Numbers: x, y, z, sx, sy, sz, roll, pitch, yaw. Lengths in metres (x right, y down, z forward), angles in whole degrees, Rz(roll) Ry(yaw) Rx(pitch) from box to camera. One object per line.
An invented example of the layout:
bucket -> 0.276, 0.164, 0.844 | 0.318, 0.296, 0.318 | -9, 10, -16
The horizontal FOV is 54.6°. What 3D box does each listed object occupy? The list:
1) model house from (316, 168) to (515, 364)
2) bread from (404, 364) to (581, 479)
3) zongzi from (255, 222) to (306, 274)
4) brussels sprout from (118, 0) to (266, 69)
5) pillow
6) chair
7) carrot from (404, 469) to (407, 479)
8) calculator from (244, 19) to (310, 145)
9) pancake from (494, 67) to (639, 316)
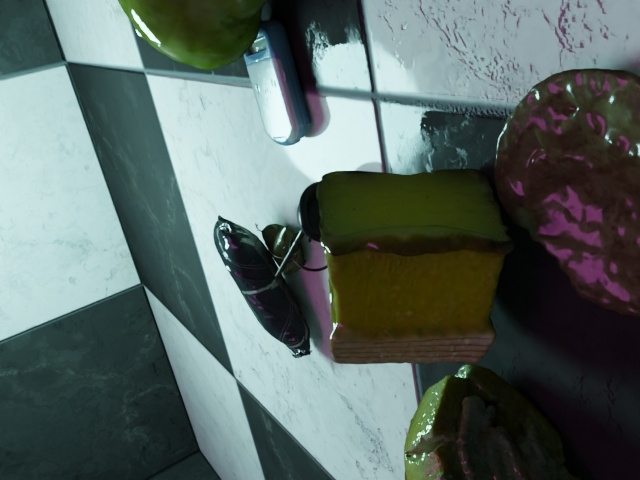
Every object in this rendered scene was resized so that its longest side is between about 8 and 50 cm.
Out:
model house -> 0.098, 0.055, 0.698 | 0.174, 0.194, 0.234 | -92, -1, -60
bread -> 0.201, 0.287, 0.762 | 0.124, 0.186, 0.257 | 115, 135, -62
zongzi -> -0.085, -0.025, 1.178 | 0.154, 0.062, 0.130 | 53, 165, 39
brussels sprout -> -0.181, -0.407, 0.868 | 0.274, 0.243, 0.316 | 145, 108, -80
pillow -> -0.116, 0.096, 1.267 | 0.335, 0.093, 0.161 | 63, 173, -21
chair -> -0.001, -0.001, 1.023 | 0.095, 0.104, 0.221 | 32, 151, 9
carrot -> 0.170, 0.360, 1.036 | 0.061, 0.061, 0.209 | 33, 135, 49
calculator -> -0.075, -0.256, 0.998 | 0.121, 0.039, 0.210 | 12, 121, 58
pancake -> 0.256, -0.037, 0.545 | 0.236, 0.042, 0.222 | 42, 144, 36
